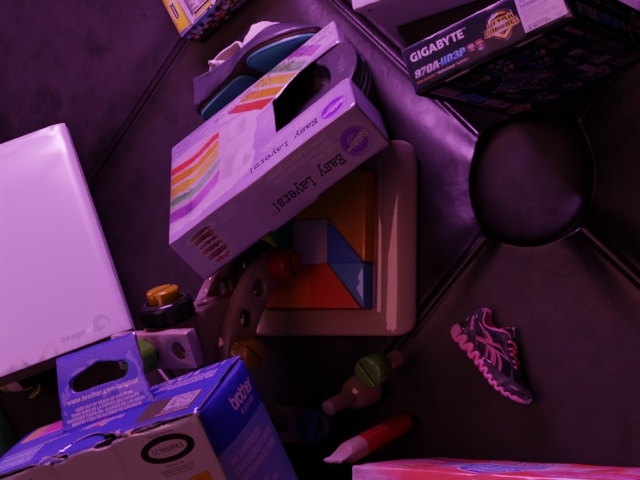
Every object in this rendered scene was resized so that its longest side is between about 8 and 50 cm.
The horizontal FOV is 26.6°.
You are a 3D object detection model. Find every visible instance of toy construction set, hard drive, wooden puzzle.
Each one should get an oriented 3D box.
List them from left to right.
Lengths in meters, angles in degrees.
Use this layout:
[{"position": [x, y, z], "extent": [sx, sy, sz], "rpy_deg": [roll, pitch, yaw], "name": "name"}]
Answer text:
[{"position": [-0.384, 0.017, 1.775], "extent": [0.203, 0.040, 0.307], "rpy_deg": [-21, 71, -2], "name": "hard drive"}, {"position": [-0.083, 0.157, 1.469], "extent": [0.309, 0.237, 0.257], "rpy_deg": [24, 116, 30], "name": "toy construction set"}, {"position": [0.000, 0.000, 1.568], "extent": [0.239, 0.044, 0.221], "rpy_deg": [-3, 84, 34], "name": "wooden puzzle"}]

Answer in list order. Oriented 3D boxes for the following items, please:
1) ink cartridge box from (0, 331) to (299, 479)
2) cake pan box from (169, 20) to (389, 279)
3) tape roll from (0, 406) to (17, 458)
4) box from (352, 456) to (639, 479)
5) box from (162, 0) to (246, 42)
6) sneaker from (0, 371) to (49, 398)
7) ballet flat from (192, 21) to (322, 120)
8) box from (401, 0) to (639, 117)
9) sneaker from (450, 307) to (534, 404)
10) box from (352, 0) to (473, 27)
[{"position": [-0.156, 0.295, 1.355], "extent": [0.270, 0.151, 0.395], "rpy_deg": [-20, 101, 19], "name": "ink cartridge box"}, {"position": [-0.049, -0.106, 1.493], "extent": [0.267, 0.070, 0.245], "rpy_deg": [-36, 28, 16], "name": "cake pan box"}, {"position": [-0.554, 0.345, 1.895], "extent": [0.321, 0.077, 0.321], "rpy_deg": [-3, 85, 34], "name": "tape roll"}, {"position": [0.190, 0.301, 1.351], "extent": [0.300, 0.142, 0.154], "rpy_deg": [-2, 85, 34], "name": "box"}, {"position": [-0.156, -0.390, 1.708], "extent": [0.159, 0.044, 0.233], "rpy_deg": [-38, 66, 26], "name": "box"}, {"position": [-0.400, 0.096, 1.828], "extent": [0.097, 0.084, 0.234], "rpy_deg": [-2, 83, 6], "name": "sneaker"}, {"position": [-0.082, -0.220, 1.630], "extent": [0.203, 0.074, 0.074], "rpy_deg": [-33, 68, 32], "name": "ballet flat"}, {"position": [0.211, -0.185, 1.334], "extent": [0.175, 0.220, 0.051], "rpy_deg": [-23, 76, 31], "name": "box"}, {"position": [0.191, 0.119, 1.431], "extent": [0.057, 0.047, 0.119], "rpy_deg": [-44, 64, 10], "name": "sneaker"}, {"position": [0.101, -0.341, 1.500], "extent": [0.130, 0.091, 0.170], "rpy_deg": [-13, 78, 32], "name": "box"}]
